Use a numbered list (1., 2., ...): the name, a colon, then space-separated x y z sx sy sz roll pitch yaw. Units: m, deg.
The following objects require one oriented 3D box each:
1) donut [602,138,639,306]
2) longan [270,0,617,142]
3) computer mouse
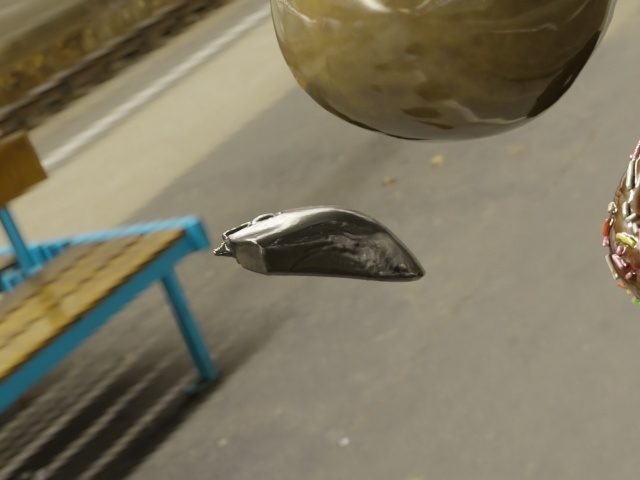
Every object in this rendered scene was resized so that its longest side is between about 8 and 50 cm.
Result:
1. donut: 0.399 -0.042 1.515 0.270 0.103 0.270 -45 30 35
2. longan: 0.114 -0.233 1.336 0.319 0.319 0.319 -20 19 7
3. computer mouse: 0.000 0.000 1.787 0.264 0.088 0.147 0 7 -17
